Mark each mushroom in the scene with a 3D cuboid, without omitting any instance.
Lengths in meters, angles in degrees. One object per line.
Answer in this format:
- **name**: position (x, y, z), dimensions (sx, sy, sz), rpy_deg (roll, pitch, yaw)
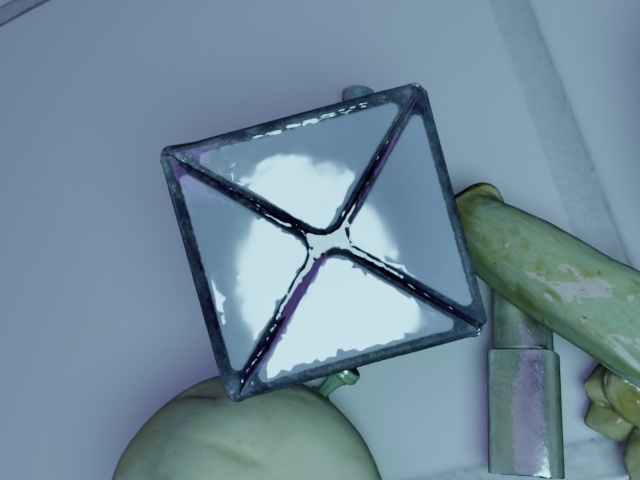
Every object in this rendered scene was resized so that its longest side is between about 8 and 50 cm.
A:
- **mushroom**: position (-0.093, 0.323, 0.719), dimensions (0.315, 0.315, 0.356), rpy_deg (38, 84, 26)
- **mushroom**: position (0.243, 0.038, 0.689), dimensions (0.312, 0.081, 0.100), rpy_deg (39, 94, 37)

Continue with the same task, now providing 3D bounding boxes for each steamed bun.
- **steamed bun**: position (0.363, 0.169, 0.676), dimensions (0.192, 0.106, 0.177), rpy_deg (-19, 68, 18)

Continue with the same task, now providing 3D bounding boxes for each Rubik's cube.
- **Rubik's cube**: position (0.000, 0.000, 0.724), dimensions (0.255, 0.260, 0.259), rpy_deg (-16, 95, -3)

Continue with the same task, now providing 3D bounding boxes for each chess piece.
- **chess piece**: position (0.005, 0.190, 0.856), dimensions (0.093, 0.042, 0.042), rpy_deg (-46, 64, 10)

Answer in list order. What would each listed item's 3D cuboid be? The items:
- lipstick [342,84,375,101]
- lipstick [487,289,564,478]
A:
- **lipstick**: position (0.050, -0.130, 0.921), dimensions (0.048, 0.048, 0.157), rpy_deg (-4, 74, 21)
- **lipstick**: position (0.228, 0.132, 0.756), dimensions (0.078, 0.079, 0.252), rpy_deg (-4, 72, 24)
